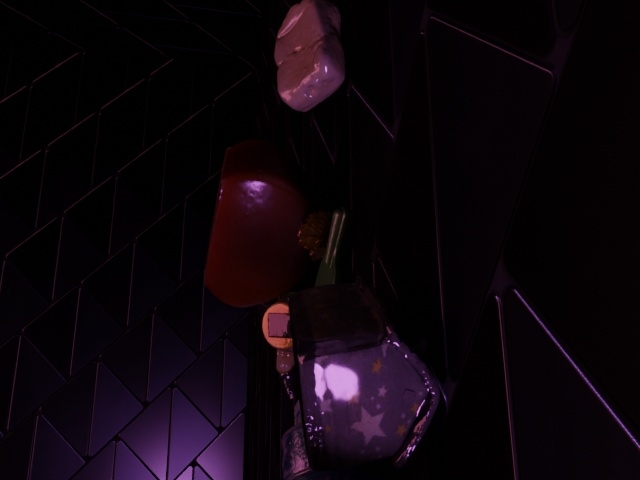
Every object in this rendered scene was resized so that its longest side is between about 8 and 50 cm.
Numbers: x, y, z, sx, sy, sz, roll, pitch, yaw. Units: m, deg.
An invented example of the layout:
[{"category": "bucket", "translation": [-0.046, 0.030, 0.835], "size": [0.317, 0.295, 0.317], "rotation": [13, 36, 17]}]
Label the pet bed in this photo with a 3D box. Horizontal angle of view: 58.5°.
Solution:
[{"category": "pet bed", "translation": [0.048, 0.152, 0.707], "size": [0.211, 0.159, 0.183], "rotation": [-115, 19, -76]}]

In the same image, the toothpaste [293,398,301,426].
[{"category": "toothpaste", "translation": [-0.004, 0.459, 1.068], "size": [0.081, 0.067, 0.337], "rotation": [109, 160, -51]}]

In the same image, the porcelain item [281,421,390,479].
[{"category": "porcelain item", "translation": [0.022, 0.318, 0.784], "size": [0.147, 0.147, 0.114], "rotation": [106, 161, -47]}]

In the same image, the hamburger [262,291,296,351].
[{"category": "hamburger", "translation": [-0.075, 0.194, 1.363], "size": [0.081, 0.126, 0.141], "rotation": [5, -113, -61]}]

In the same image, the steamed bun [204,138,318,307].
[{"category": "steamed bun", "translation": [-0.131, -0.031, 1.360], "size": [0.235, 0.248, 0.379], "rotation": [-101, 22, -57]}]

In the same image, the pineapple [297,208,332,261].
[{"category": "pineapple", "translation": [0.000, 0.000, 1.214], "size": [0.114, 0.077, 0.114], "rotation": [-51, -30, -44]}]

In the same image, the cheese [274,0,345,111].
[{"category": "cheese", "translation": [-0.021, -0.405, 1.224], "size": [0.159, 0.093, 0.263], "rotation": [-30, 53, 36]}]

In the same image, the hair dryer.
[{"category": "hair dryer", "translation": [-0.098, 0.246, 1.542], "size": [0.189, 0.107, 0.352], "rotation": [106, 155, -57]}]

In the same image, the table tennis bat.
[{"category": "table tennis bat", "translation": [0.019, 0.061, 1.074], "size": [0.160, 0.039, 0.257], "rotation": [-114, 34, -68]}]

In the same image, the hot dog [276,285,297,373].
[{"category": "hot dog", "translation": [-0.075, 0.215, 1.456], "size": [0.084, 0.073, 0.243], "rotation": [134, 138, -76]}]
